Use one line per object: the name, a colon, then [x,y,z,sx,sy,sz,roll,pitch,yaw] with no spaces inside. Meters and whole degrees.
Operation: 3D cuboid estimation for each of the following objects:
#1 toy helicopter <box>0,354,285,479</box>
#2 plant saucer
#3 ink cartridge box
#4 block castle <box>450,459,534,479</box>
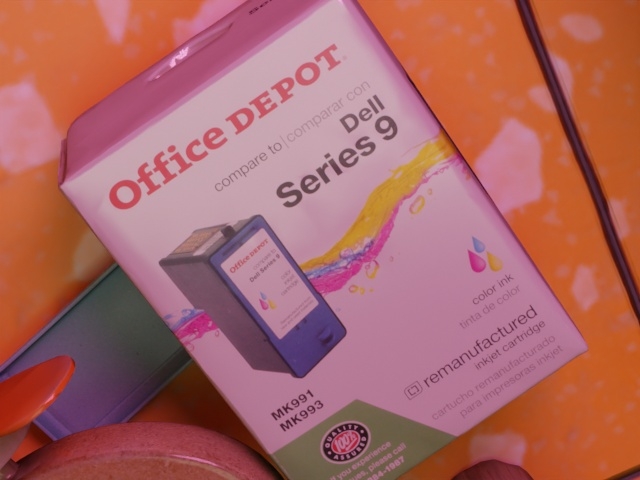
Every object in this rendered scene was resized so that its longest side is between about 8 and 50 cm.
toy helicopter: [-0.180,0.172,0.857,0.355,0.140,0.235,-14,117,11]
plant saucer: [-0.075,0.026,0.876,0.192,0.018,0.067,-42,109,8]
ink cartridge box: [0.000,0.000,0.819,0.154,0.093,0.212,-34,108,5]
block castle: [0.121,0.368,0.914,0.303,0.213,0.453,22,105,-14]
